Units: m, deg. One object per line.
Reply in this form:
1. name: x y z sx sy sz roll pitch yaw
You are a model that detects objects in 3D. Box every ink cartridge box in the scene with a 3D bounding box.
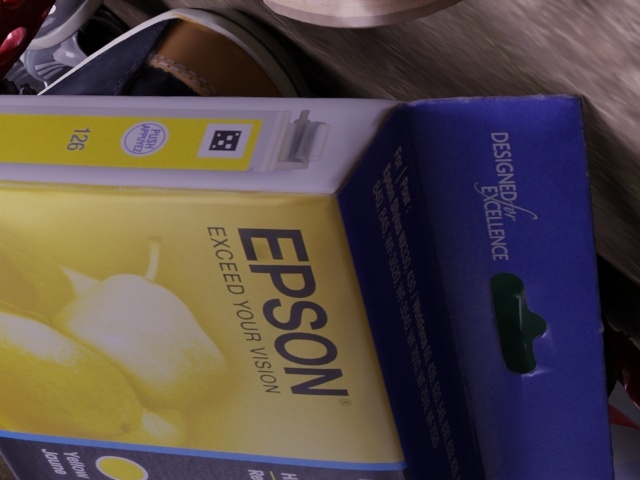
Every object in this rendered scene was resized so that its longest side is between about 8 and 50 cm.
1. ink cartridge box: -0.027 0.054 0.745 0.307 0.072 0.304 4 141 17

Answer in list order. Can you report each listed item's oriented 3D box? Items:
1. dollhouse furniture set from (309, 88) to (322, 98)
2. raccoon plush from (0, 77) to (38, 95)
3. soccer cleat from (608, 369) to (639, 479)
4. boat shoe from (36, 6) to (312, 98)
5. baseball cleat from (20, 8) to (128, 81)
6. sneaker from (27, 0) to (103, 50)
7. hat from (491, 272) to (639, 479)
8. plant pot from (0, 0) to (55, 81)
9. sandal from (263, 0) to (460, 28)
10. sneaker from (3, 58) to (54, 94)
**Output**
1. dollhouse furniture set: 0.000 0.000 1.019 0.144 0.123 0.151 37 173 24
2. raccoon plush: -0.159 -0.045 1.298 0.446 0.216 0.299 47 174 -4
3. soccer cleat: 0.212 0.179 1.076 0.318 0.116 0.108 41 174 -12
4. boat shoe: -0.204 0.021 1.028 0.500 0.156 0.187 -31 101 43
5. baseball cleat: -0.205 -0.159 1.356 0.109 0.072 0.206 31 178 6
6. sneaker: -0.236 -0.210 1.110 0.222 0.083 0.118 34 172 48
7. hat: 0.157 0.053 0.923 0.173 0.183 0.208 9 107 56
8. plant pot: -0.198 -0.168 0.759 0.191 0.174 0.191 39 175 4
9. sandal: -0.035 -0.138 0.590 0.240 0.088 0.079 22 131 50
10. sneaker: -0.236 -0.147 1.524 0.227 0.087 0.130 60 -150 -1
